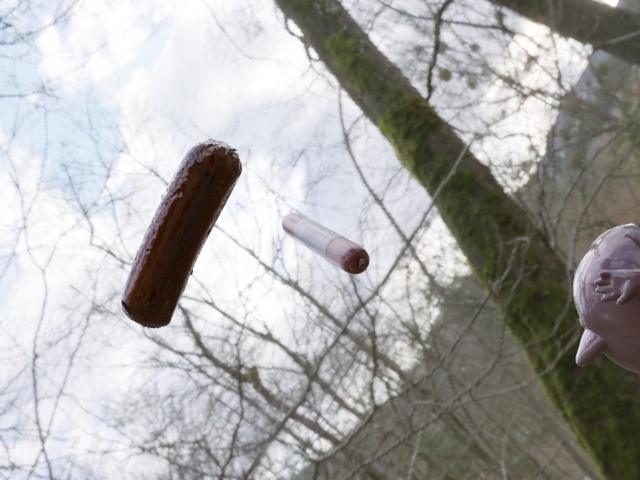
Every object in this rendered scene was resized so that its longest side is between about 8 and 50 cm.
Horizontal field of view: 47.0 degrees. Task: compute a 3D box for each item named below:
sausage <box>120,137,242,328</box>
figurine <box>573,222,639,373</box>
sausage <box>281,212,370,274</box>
[{"bbox_3d":[-0.228,-0.008,1.168,0.330,0.102,0.102,-64,-17,8],"label":"sausage"},{"bbox_3d":[0.362,0.033,0.673,0.287,0.186,0.176,-51,-8,37],"label":"figurine"},{"bbox_3d":[0.000,0.000,0.758,0.029,0.029,0.223,-58,24,-1],"label":"sausage"}]
